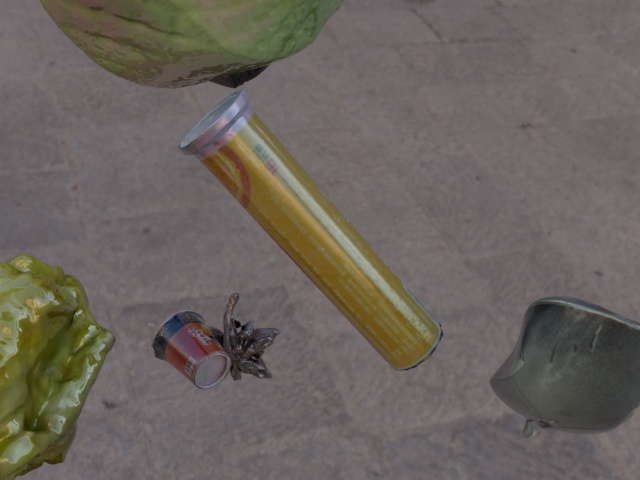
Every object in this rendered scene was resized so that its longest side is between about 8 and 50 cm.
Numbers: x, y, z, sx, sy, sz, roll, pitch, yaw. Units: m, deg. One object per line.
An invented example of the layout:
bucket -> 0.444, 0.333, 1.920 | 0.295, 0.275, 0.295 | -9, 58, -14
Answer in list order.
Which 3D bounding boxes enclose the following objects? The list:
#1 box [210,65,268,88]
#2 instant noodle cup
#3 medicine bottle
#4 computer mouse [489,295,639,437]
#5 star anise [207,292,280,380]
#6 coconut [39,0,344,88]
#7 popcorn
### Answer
box -> -0.275, -0.428, 1.351 | 0.415, 0.264, 0.116 | 26, 58, 37
instant noodle cup -> -0.251, 0.225, 1.610 | 0.127, 0.127, 0.135 | -21, 39, -32
medicine bottle -> 0.000, 0.000, 1.046 | 0.426, 0.108, 0.108 | 48, 37, -18
computer mouse -> 0.293, 0.192, 0.976 | 0.167, 0.379, 0.090 | 22, 59, 12
star anise -> -0.193, 0.229, 1.758 | 0.209, 0.231, 0.089 | -24, 35, 2
coconut -> -0.089, -0.211, 0.538 | 0.235, 0.236, 0.205 | 22, 70, 14
popcorn -> -0.421, 0.163, 0.996 | 0.311, 0.312, 0.312 | 6, 40, -5
